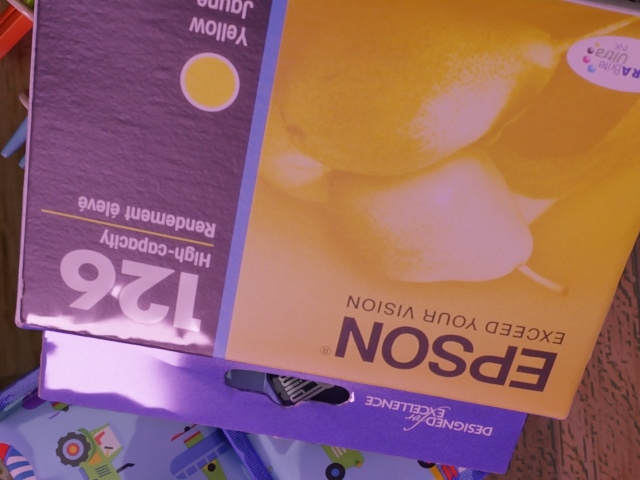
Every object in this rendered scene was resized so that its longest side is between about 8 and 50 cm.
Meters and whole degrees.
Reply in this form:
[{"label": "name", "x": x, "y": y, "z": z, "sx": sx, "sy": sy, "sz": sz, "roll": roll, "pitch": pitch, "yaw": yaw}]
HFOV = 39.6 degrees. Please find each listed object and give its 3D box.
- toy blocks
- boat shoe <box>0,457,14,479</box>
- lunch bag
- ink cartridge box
[{"label": "toy blocks", "x": -0.216, "y": -0.142, "z": 0.685, "sx": 0.123, "sy": 0.054, "sz": 0.148, "roll": 43, "pitch": 96, "yaw": 9}, {"label": "boat shoe", "x": -0.238, "y": 0.164, "z": 0.680, "sx": 0.135, "sy": 0.050, "sz": 0.045, "roll": 36, "pitch": 97, "yaw": 20}, {"label": "lunch bag", "x": -0.037, "y": 0.125, "z": 0.613, "sx": 0.293, "sy": 0.138, "sz": 0.221, "roll": -34, "pitch": 82, "yaw": -1}, {"label": "ink cartridge box", "x": 0.000, "y": 0.000, "z": 0.466, "sx": 0.304, "sy": 0.072, "sz": 0.307, "roll": 10, "pitch": 114, "yaw": -3}]
